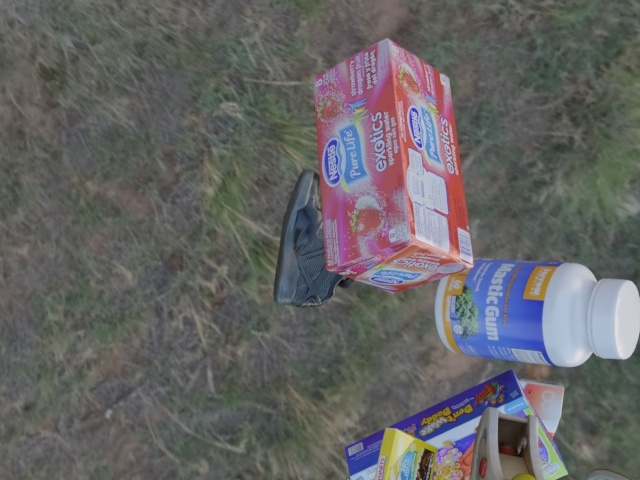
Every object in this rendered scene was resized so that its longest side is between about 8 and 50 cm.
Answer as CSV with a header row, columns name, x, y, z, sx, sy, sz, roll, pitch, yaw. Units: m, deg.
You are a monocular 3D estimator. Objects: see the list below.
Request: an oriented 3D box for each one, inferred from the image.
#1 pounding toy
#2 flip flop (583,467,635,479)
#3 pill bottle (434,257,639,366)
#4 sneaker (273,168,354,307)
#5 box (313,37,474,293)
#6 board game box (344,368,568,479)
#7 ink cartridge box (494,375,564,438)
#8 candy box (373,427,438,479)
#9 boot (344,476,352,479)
name,x,y,z,sx,sy,sz,roll,pitch,yaw
pounding toy,0.310,0.345,1.409,0.154,0.269,0.154,11,99,-2
flip flop,0.615,0.511,1.766,0.080,0.277,0.112,-20,124,-53
pill bottle,0.320,0.105,1.403,0.152,0.272,0.152,-3,93,-52
sneaker,0.000,0.000,1.545,0.130,0.087,0.228,9,74,-11
box,0.081,-0.083,1.102,0.122,0.257,0.128,-21,152,36
board game box,0.254,0.410,1.772,0.347,0.078,0.233,-28,121,11
ink cartridge box,0.433,0.386,2.023,0.145,0.045,0.179,6,91,2
candy box,0.110,0.383,1.359,0.105,0.027,0.206,30,65,-37
boot,0.113,0.595,2.015,0.085,0.179,0.236,-23,155,-9
